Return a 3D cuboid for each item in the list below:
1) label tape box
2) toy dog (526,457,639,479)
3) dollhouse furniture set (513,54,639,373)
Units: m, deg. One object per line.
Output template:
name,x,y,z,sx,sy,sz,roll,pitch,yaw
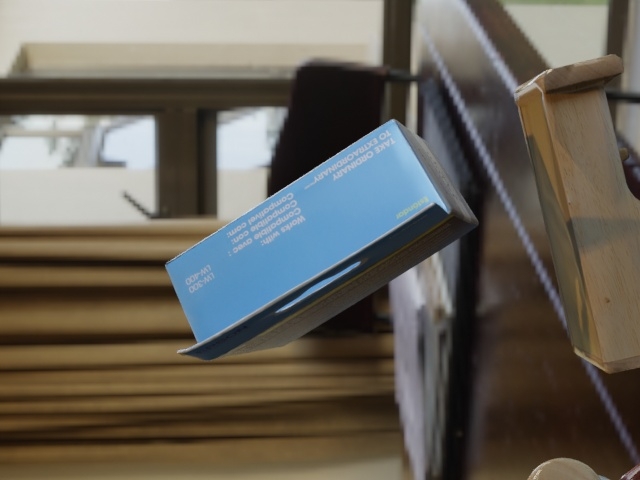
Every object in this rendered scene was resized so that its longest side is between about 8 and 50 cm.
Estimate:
label tape box,0.000,0.000,1.278,0.115,0.249,0.347,59,-171,9
toy dog,0.326,0.350,1.387,0.334,0.161,0.220,62,172,1
dollhouse furniture set,0.397,-0.060,1.217,0.362,0.394,0.256,-89,-14,-88
